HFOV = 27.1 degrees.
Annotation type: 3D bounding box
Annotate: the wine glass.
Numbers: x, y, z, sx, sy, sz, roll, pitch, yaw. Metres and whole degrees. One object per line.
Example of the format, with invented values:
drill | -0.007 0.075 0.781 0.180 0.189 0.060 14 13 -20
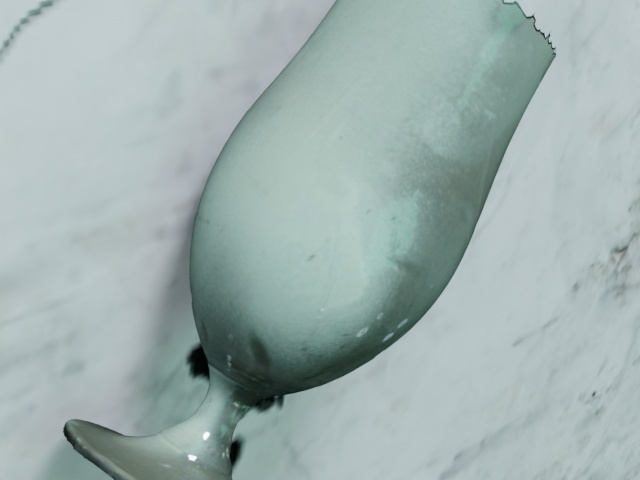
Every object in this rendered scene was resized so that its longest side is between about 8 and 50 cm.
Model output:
wine glass | 0.000 0.000 0.460 0.202 0.093 0.093 -59 145 -5
